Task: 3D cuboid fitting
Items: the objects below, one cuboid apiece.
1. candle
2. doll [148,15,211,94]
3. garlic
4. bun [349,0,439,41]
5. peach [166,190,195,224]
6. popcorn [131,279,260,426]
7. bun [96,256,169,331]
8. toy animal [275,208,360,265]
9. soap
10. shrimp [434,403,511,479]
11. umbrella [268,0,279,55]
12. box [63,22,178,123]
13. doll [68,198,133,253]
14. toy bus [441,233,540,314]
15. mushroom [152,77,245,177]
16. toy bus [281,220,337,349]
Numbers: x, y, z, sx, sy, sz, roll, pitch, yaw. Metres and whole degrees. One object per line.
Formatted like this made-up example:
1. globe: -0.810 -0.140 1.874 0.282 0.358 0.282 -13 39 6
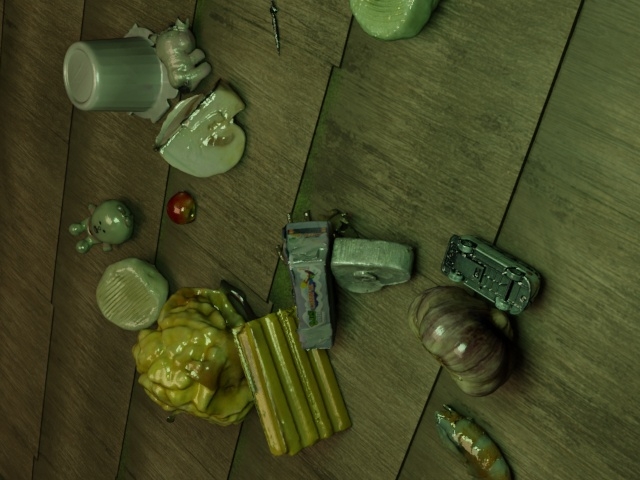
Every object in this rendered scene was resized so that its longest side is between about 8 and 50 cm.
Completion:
1. candle: 0.093 0.047 1.752 0.192 0.168 0.068 -26 49 49
2. doll: -0.360 -0.464 2.122 0.149 0.095 0.192 -24 86 48
3. garlic: 0.275 0.176 1.582 0.160 0.245 0.245 -43 66 8
4. bun: 0.148 -0.473 1.594 0.195 0.118 0.196 20 117 47
5. peach: -0.383 -0.086 2.266 0.098 0.061 0.098 19 120 37
6. popcorn: -0.287 0.286 2.122 0.349 0.349 0.382 7 67 44
7. bun: -0.531 0.152 2.426 0.231 0.133 0.231 5 106 18
8. toy animal: 0.000 0.000 1.897 0.186 0.093 0.214 46 129 39
9. soap: -0.072 0.320 1.964 0.096 0.204 0.325 -24 83 49
10. shrimp: 0.316 0.490 1.733 0.185 0.068 0.287 19 123 45
11. umbrella: -0.103 -0.496 1.912 0.022 0.022 0.149 -8 103 22
12. box: -0.542 -0.427 2.233 0.291 0.206 0.262 32 122 38
13. doll: -0.635 -0.050 2.502 0.275 0.113 0.155 -21 95 39
14. toy bus: 0.326 0.060 1.576 0.194 0.089 0.087 33 121 35
15. mushroom: -0.281 -0.271 2.085 0.236 0.173 0.162 -45 29 3
16. toy bus: -0.016 0.106 1.820 0.138 0.112 0.317 -92 -4 -45
